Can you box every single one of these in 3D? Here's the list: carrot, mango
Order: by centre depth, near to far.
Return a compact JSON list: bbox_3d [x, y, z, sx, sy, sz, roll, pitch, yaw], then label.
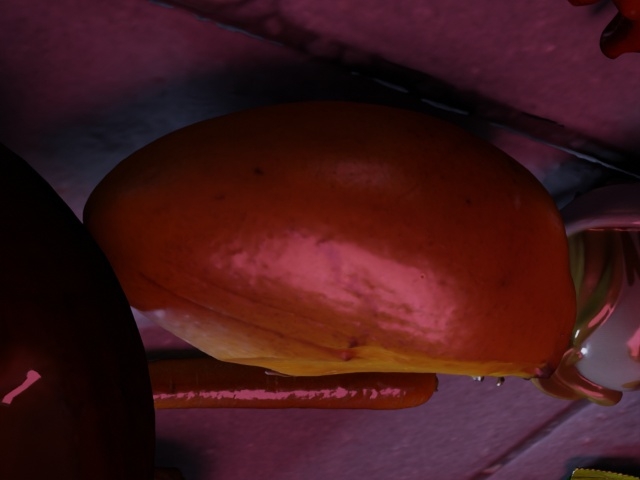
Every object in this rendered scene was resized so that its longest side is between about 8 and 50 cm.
[{"bbox_3d":[0.000,0.000,0.979,0.257,0.138,0.187,19,151,-36],"label":"mango"},{"bbox_3d":[-0.037,0.091,1.175,0.247,0.043,0.043,0,143,-21],"label":"carrot"}]

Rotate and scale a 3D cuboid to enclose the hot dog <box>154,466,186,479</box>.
[{"bbox_3d":[-0.171,0.247,1.272,0.196,0.122,0.272,8,143,-29],"label":"hot dog"}]

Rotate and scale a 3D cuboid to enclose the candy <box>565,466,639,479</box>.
[{"bbox_3d":[0.209,0.237,1.499,0.102,0.032,0.178,4,141,-28],"label":"candy"}]

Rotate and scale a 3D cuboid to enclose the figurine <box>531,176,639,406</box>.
[{"bbox_3d":[0.251,0.015,1.099,0.274,0.133,0.194,-22,143,13],"label":"figurine"}]

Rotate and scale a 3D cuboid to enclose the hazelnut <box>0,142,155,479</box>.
[{"bbox_3d":[-0.271,0.132,0.862,0.402,0.402,0.429,6,145,-31],"label":"hazelnut"}]

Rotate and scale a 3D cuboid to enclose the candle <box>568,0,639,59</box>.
[{"bbox_3d":[0.201,-0.188,0.863,0.084,0.059,0.302,-12,150,-29],"label":"candle"}]
